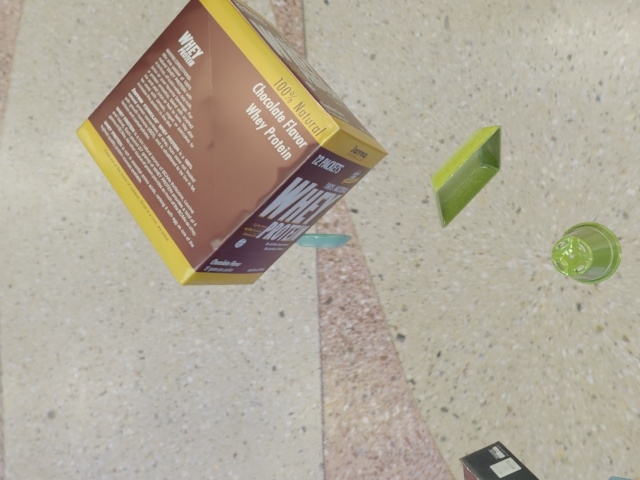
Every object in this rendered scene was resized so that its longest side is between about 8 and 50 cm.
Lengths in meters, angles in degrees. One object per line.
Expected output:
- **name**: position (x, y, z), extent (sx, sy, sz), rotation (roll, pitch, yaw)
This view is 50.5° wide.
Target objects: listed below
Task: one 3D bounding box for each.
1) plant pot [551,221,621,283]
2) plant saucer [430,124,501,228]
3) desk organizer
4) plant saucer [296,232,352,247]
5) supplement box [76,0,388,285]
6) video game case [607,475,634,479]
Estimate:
- **plant pot**: position (0.338, 0.019, 0.881), extent (0.083, 0.079, 0.083), rotation (3, 95, 36)
- **plant saucer**: position (0.290, -0.135, 1.383), extent (0.188, 0.188, 0.045), rotation (-45, 64, -6)
- **desk organizer**: position (0.181, 0.244, 0.608), extent (0.047, 0.130, 0.050), rotation (-18, 114, -16)
- **plant saucer**: position (0.000, 0.000, 1.263), extent (0.119, 0.119, 0.021), rotation (2, 94, 20)
- **supplement box**: position (-0.082, -0.091, 0.637), extent (0.194, 0.129, 0.191), rotation (-44, 72, 15)
- **video game case**: position (0.575, 0.653, 1.352), extent (0.061, 0.269, 0.244), rotation (-14, 100, 58)
